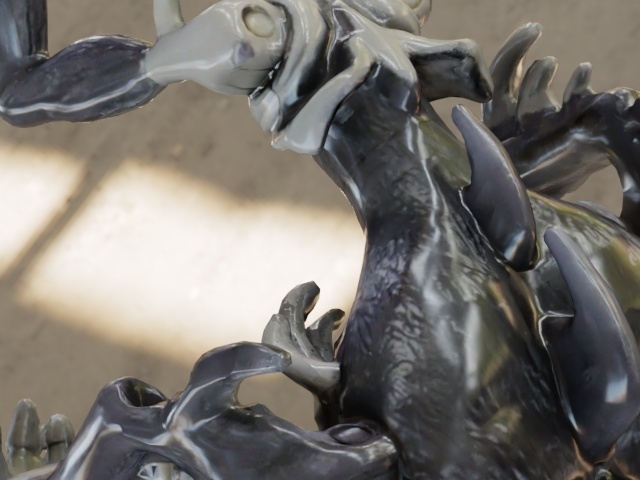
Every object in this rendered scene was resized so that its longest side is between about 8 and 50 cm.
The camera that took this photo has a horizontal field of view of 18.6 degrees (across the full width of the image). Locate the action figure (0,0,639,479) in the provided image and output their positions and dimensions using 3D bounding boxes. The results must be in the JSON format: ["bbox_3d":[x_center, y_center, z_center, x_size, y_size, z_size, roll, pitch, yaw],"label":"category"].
[{"bbox_3d":[0.000,0.000,0.404,0.276,0.164,0.141,61,151,17],"label":"action figure"}]
